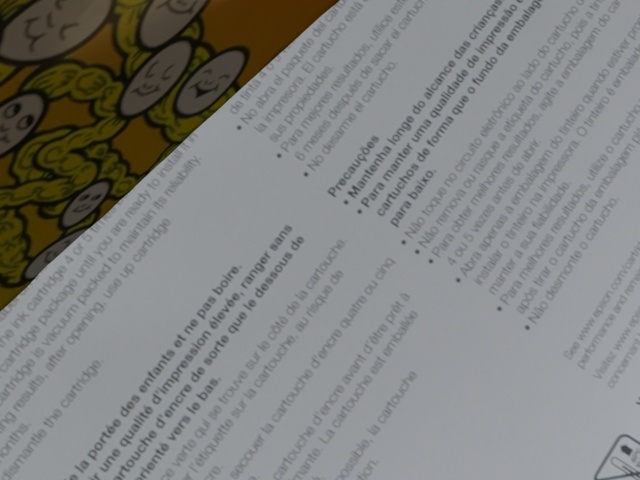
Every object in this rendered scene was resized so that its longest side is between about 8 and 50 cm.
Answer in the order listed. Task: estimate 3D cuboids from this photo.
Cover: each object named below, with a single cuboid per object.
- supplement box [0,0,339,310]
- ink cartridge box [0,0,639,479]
[{"bbox_3d":[-0.200,-0.032,0.341,0.195,0.356,0.194,48,-178,23],"label":"supplement box"},{"bbox_3d":[0.000,0.000,0.556,0.324,0.330,0.071,-53,-7,-23],"label":"ink cartridge box"}]
